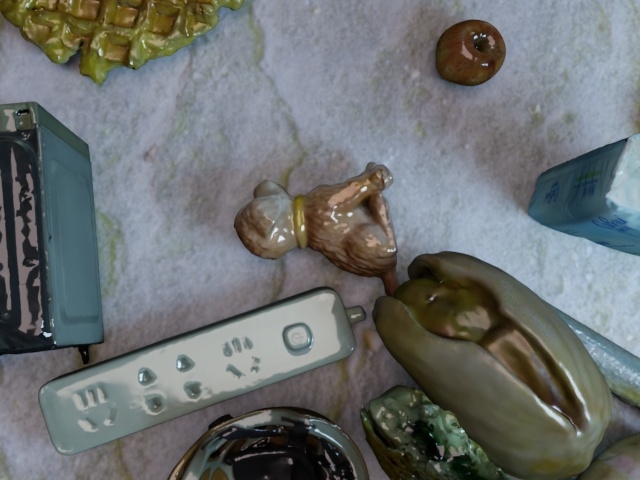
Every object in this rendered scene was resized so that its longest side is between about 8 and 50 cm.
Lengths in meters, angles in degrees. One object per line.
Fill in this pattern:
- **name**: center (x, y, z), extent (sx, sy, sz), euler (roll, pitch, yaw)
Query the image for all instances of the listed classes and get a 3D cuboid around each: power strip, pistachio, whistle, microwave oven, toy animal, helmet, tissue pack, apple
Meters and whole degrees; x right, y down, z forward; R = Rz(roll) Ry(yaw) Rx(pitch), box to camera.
- **power strip**: center (-0.128, 0.145, 0.850), extent (0.385, 0.062, 0.091), euler (-19, 88, -4)
- **pistachio**: center (0.190, 0.137, 0.803), extent (0.166, 0.197, 0.288), euler (-41, 79, -17)
- **whistle**: center (0.340, 0.146, 0.870), extent (0.326, 0.068, 0.057), euler (31, 53, 1)
- **microwave oven**: center (-0.438, 0.011, 0.771), extent (0.355, 0.218, 0.286), euler (-5, 83, -3)
- **toy animal**: center (-0.002, 0.010, 0.854), extent (0.185, 0.104, 0.184), euler (-10, 93, -8)
- **helmet**: center (-0.052, 0.279, 0.806), extent (0.224, 0.130, 0.198), euler (-24, 82, 5)
- **tissue pack**: center (0.350, -0.035, 0.788), extent (0.177, 0.263, 0.089), euler (18, 87, 0)
- **apple**: center (0.184, -0.231, 0.899), extent (0.084, 0.071, 0.084), euler (0, 88, -10)

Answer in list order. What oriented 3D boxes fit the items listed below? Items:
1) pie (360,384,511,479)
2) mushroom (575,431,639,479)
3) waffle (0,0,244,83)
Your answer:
- **pie**: center (0.177, 0.290, 0.726), extent (0.078, 0.371, 0.296), euler (-40, 120, -14)
- **mushroom**: center (0.383, 0.330, 0.793), extent (0.255, 0.184, 0.255), euler (0, 87, 0)
- **waffle**: center (-0.249, -0.360, 0.894), extent (0.325, 0.068, 0.302), euler (-32, 87, -7)
